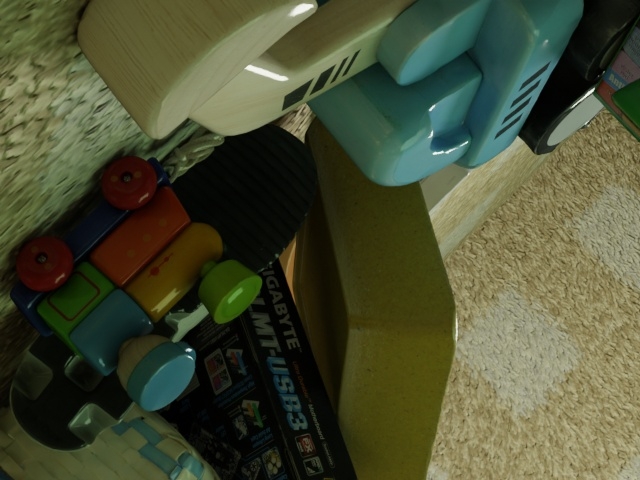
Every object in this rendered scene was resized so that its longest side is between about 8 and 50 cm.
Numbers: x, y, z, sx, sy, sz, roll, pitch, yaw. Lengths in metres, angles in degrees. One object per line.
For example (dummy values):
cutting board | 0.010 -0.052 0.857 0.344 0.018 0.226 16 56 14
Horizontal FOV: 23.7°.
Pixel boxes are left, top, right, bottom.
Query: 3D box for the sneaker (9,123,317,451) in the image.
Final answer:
sneaker | -0.141 0.030 1.292 0.330 0.122 0.146 -46 -173 -11

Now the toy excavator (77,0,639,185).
toy excavator | 0.040 -0.146 1.105 0.445 0.222 0.433 -35 166 -18

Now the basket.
basket | -0.234 0.270 1.357 0.289 0.254 0.201 -43 147 -13

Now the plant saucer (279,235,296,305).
plant saucer | 0.000 0.000 1.762 0.200 0.037 0.200 -36 142 -35

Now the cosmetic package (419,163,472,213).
cosmetic package | 0.139 -0.125 1.779 0.085 0.117 0.231 -45 178 28

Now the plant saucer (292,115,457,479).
plant saucer | 0.035 0.054 1.426 0.081 0.333 0.333 -4 139 -10

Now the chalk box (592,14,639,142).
chalk box | 0.300 -0.124 1.118 0.213 0.132 0.132 -34 164 -24

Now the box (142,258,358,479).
box | -0.091 0.198 1.456 0.073 0.293 0.295 -10 161 -36

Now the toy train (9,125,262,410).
toy train | -0.098 0.002 1.151 0.248 0.143 0.105 -45 157 -14
